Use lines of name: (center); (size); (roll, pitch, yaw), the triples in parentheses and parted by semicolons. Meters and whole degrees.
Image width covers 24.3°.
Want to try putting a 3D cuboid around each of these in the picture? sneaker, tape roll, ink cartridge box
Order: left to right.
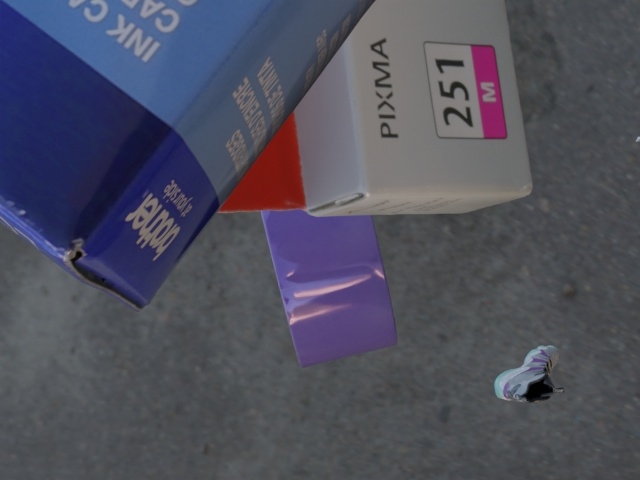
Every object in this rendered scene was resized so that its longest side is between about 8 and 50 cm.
ink cartridge box: (-0.094, -0.162, 0.533); (0.270, 0.151, 0.395); (36, 85, 7)
ink cartridge box: (-0.006, -0.151, 0.792); (0.060, 0.239, 0.275); (-15, 80, 49)
tape roll: (0.000, 0.000, 1.163); (0.080, 0.189, 0.189); (-13, 65, -1)
sneaker: (0.248, 0.153, 1.644); (0.098, 0.038, 0.069); (-34, 29, -29)

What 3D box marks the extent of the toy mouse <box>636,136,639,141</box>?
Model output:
toy mouse: (0.295, -0.145, 1.130); (0.161, 0.031, 0.143); (-30, 67, 11)
